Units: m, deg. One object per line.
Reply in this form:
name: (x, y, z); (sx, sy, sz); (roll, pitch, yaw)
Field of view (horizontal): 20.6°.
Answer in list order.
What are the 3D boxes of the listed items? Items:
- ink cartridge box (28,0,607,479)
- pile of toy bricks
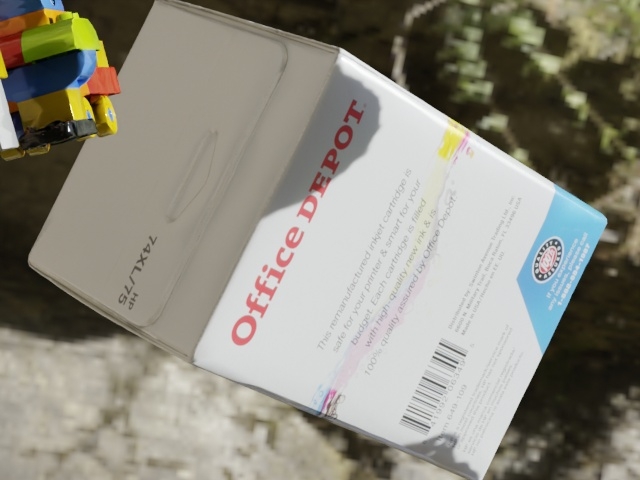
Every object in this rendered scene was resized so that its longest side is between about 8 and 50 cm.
ink cartridge box: (0.000, 0.000, 1.125); (0.197, 0.270, 0.198); (25, -92, 48)
pile of toy bricks: (-0.130, -0.068, 0.510); (0.212, 0.118, 0.105); (-43, 118, -83)
